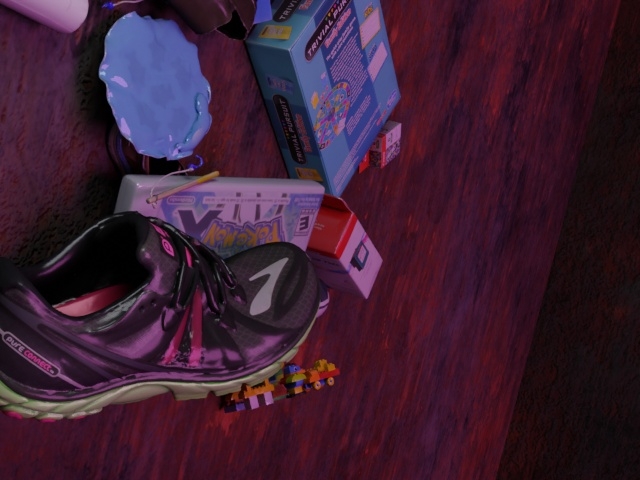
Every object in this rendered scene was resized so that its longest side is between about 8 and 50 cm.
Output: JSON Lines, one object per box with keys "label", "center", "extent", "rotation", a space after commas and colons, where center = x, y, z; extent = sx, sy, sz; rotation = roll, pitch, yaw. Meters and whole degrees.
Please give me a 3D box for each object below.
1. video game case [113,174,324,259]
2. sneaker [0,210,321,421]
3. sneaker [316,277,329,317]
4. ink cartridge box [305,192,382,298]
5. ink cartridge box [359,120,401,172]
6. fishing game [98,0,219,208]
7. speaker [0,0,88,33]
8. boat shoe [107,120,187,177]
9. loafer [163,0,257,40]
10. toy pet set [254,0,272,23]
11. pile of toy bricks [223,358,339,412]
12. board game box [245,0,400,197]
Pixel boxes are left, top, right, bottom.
{"label": "video game case", "center": [-0.156, 0.059, 1.564], "extent": [0.329, 0.036, 0.300], "rotation": [-2, 116, -47]}
{"label": "sneaker", "center": [-0.175, 0.067, 1.376], "extent": [0.482, 0.185, 0.202], "rotation": [-13, 127, -43]}
{"label": "sneaker", "center": [-0.071, 0.046, 1.784], "extent": [0.321, 0.126, 0.128], "rotation": [1, 109, -62]}
{"label": "ink cartridge box", "center": [0.000, 0.000, 1.894], "extent": [0.078, 0.134, 0.231], "rotation": [-66, 153, -17]}
{"label": "ink cartridge box", "center": [0.107, -0.166, 2.143], "extent": [0.115, 0.029, 0.063], "rotation": [-41, 140, -50]}
{"label": "fishing game", "center": [-0.200, -0.184, 1.426], "extent": [0.189, 0.041, 0.264], "rotation": [-36, 111, -52]}
{"label": "speaker", "center": [-0.298, -0.258, 1.228], "extent": [0.136, 0.055, 0.055], "rotation": [18, 87, -65]}
{"label": "boat shoe", "center": [-0.207, -0.078, 1.503], "extent": [0.066, 0.066, 0.183], "rotation": [-62, 151, -22]}
{"label": "loafer", "center": [-0.139, -0.291, 1.442], "extent": [0.220, 0.080, 0.078], "rotation": [4, 76, -59]}
{"label": "toy pet set", "center": [-0.103, -0.342, 1.571], "extent": [0.122, 0.065, 0.114], "rotation": [-51, 146, -40]}
{"label": "pile of toy bricks", "center": [-0.079, 0.204, 1.913], "extent": [0.212, 0.118, 0.105], "rotation": [-9, 84, -46]}
{"label": "board game box", "center": [0.014, -0.261, 1.840], "extent": [0.254, 0.079, 0.336], "rotation": [-59, 150, -30]}
